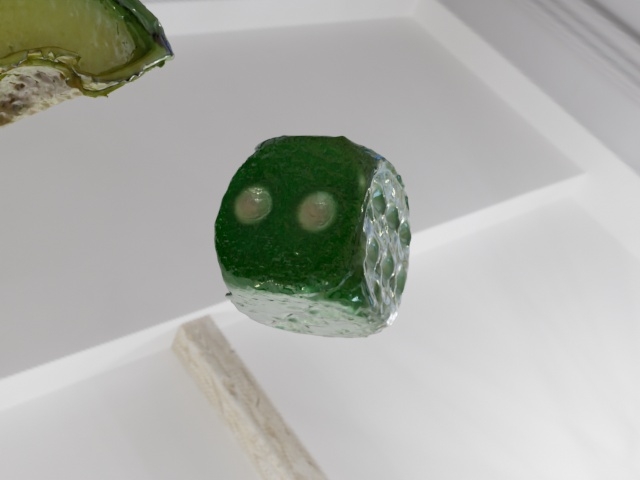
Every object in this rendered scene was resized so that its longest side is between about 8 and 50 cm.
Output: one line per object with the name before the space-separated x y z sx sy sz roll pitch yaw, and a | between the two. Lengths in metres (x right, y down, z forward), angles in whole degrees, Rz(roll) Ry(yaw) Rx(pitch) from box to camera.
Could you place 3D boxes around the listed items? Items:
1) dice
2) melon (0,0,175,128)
dice | 0.000 0.000 0.596 0.120 0.128 0.130 2 -113 24
melon | -0.258 -0.116 0.520 0.265 0.169 0.129 -41 -65 -36
